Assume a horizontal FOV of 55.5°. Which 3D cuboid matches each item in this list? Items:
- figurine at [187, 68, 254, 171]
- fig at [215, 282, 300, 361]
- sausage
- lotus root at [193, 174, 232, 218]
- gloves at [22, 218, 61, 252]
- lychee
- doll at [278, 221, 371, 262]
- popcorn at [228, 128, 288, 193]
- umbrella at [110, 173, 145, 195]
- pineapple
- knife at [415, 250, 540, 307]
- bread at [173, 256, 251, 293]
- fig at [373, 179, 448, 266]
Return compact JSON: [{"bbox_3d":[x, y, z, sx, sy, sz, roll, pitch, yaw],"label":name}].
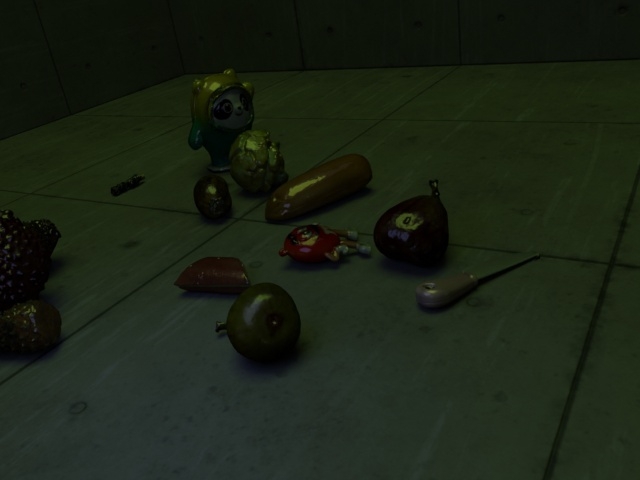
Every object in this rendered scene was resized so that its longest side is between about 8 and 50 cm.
[{"bbox_3d":[-0.354,-0.437,2.206,0.232,0.339,0.324,17,34,42],"label":"figurine"},{"bbox_3d":[-0.115,0.166,1.166,0.148,0.186,0.142,-27,75,-16],"label":"fig"},{"bbox_3d":[-0.012,-0.152,1.781,0.354,0.116,0.134,-27,41,-25],"label":"sausage"},{"bbox_3d":[-0.327,-0.135,1.832,0.120,0.120,0.209,-13,28,-8],"label":"lotus root"},{"bbox_3d":[-0.845,0.039,1.618,0.313,0.135,0.210,-13,26,-8],"label":"gloves"},{"bbox_3d":[-0.764,0.051,1.406,0.264,0.264,0.300,-4,61,10],"label":"lychee"},{"bbox_3d":[0.000,0.000,1.495,0.217,0.085,0.183,-5,26,-14],"label":"doll"},{"bbox_3d":[-0.205,-0.258,1.964,0.184,0.204,0.221,-10,40,-2],"label":"popcorn"},{"bbox_3d":[-0.687,-0.202,2.176,0.040,0.037,0.144,-4,26,41],"label":"umbrella"},{"bbox_3d":[-0.678,0.199,1.283,0.237,0.111,0.119,-15,-7,7],"label":"pineapple"},{"bbox_3d":[0.336,0.074,1.304,0.336,0.043,0.081,-17,20,-30],"label":"knife"},{"bbox_3d":[-0.234,0.078,1.422,0.193,0.067,0.119,0,27,17],"label":"bread"},{"bbox_3d":[0.235,-0.051,1.431,0.170,0.145,0.274,7,45,29],"label":"fig"}]
